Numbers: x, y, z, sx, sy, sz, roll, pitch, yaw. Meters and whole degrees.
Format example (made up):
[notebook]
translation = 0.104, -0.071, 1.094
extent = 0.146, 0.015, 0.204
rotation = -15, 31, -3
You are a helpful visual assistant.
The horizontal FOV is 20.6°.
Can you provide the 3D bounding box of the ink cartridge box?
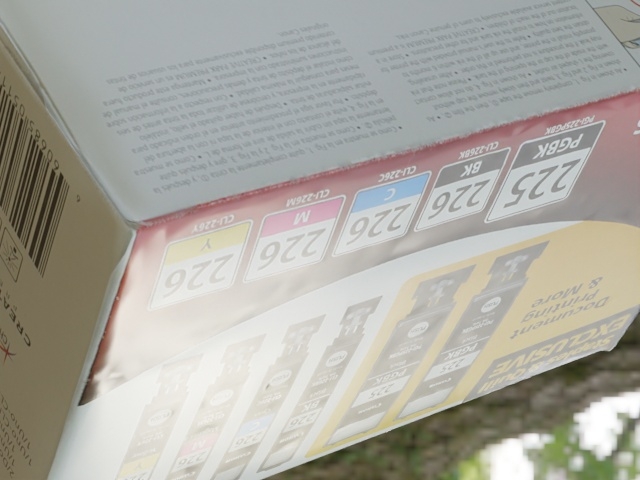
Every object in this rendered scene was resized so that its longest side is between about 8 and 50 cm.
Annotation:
[ink cartridge box]
translation = 0.000, 0.000, 0.702
extent = 0.130, 0.309, 0.272
rotation = 56, -36, 26
